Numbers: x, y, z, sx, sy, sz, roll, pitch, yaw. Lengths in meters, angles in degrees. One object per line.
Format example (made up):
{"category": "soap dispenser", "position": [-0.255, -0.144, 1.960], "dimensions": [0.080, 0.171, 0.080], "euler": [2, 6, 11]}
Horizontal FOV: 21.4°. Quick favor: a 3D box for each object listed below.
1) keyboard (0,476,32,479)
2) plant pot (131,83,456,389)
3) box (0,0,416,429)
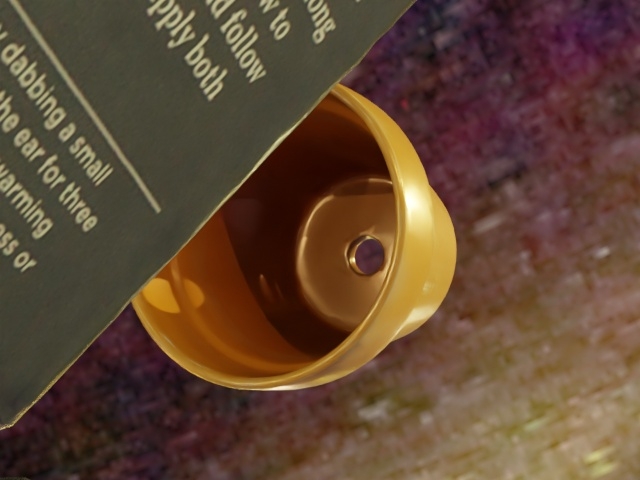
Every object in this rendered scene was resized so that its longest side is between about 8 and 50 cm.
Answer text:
{"category": "keyboard", "position": [-0.157, 0.200, 0.788], "dimensions": [0.108, 0.180, 0.023], "euler": [0, 162, -8]}
{"category": "plant pot", "position": [0.000, 0.000, 1.143], "dimensions": [0.205, 0.205, 0.188], "euler": [-32, 161, 20]}
{"category": "box", "position": [-0.075, -0.209, 0.439], "dimensions": [0.395, 0.293, 0.212], "euler": [-48, 149, -12]}
